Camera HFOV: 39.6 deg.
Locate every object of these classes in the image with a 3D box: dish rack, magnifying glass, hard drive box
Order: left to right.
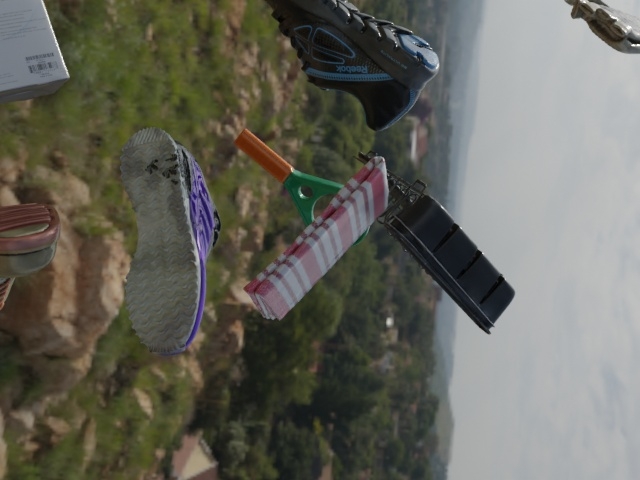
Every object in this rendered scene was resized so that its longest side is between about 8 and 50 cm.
[{"bbox_3d":[-0.491,-0.313,1.271,0.089,0.181,0.232,-14,-85,56],"label":"hard drive box"},{"bbox_3d":[-0.027,-0.077,1.273,0.092,0.231,0.026,-49,-175,28],"label":"magnifying glass"},{"bbox_3d":[0.130,-0.011,1.152,0.208,0.074,0.271,46,0,-29],"label":"dish rack"}]

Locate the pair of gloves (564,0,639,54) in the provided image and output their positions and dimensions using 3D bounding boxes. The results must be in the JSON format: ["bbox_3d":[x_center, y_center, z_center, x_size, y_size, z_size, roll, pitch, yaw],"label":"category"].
[{"bbox_3d":[0.360,-0.331,1.224,0.204,0.240,0.042,-14,145,-56],"label":"pair of gloves"}]

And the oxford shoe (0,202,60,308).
[{"bbox_3d":[-0.420,0.032,1.130,0.397,0.141,0.146,2,-79,56],"label":"oxford shoe"}]

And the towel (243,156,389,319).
[{"bbox_3d":[0.000,0.000,0.939,0.197,0.029,0.144,-46,167,-8],"label":"towel"}]

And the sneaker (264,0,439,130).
[{"bbox_3d":[-0.004,-0.292,1.262,0.139,0.341,0.125,-57,169,29],"label":"sneaker"}]

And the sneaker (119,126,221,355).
[{"bbox_3d":[-0.178,0.007,1.163,0.146,0.102,0.293,33,50,-66],"label":"sneaker"}]
